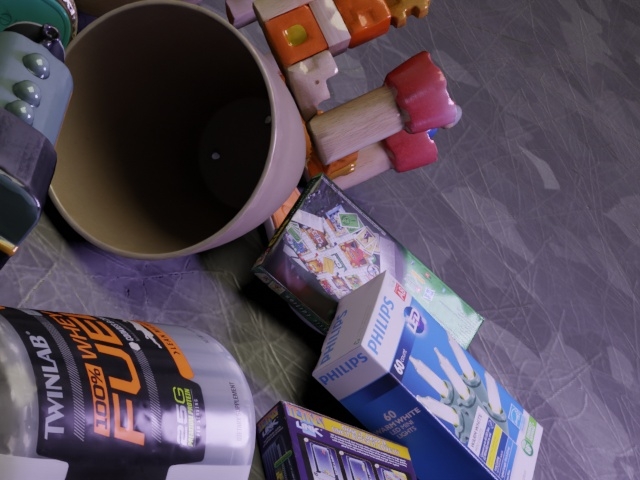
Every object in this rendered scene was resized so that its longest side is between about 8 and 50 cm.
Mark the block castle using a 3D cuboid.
[{"bbox_3d":[0.004,-0.297,2.170,0.303,0.212,0.453,102,-38,-80],"label":"block castle"}]

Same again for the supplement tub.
[{"bbox_3d":[-0.221,0.152,1.507,0.316,0.193,0.194,8,44,-47],"label":"supplement tub"}]

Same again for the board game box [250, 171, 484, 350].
[{"bbox_3d":[0.055,0.060,2.055,0.259,0.030,0.136,42,63,-19],"label":"board game box"}]

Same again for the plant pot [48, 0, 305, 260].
[{"bbox_3d":[-0.118,-0.101,1.966,0.256,0.256,0.274,52,13,15],"label":"plant pot"}]

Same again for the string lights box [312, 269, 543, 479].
[{"bbox_3d":[0.116,0.171,1.987,0.260,0.076,0.133,45,35,-18],"label":"string lights box"}]

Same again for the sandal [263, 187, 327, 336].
[{"bbox_3d":[-0.008,-0.002,2.114,0.102,0.076,0.265,13,42,-44],"label":"sandal"}]

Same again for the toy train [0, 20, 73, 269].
[{"bbox_3d":[-0.307,-0.071,1.698,0.142,0.190,0.334,35,30,-17],"label":"toy train"}]

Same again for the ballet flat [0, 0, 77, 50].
[{"bbox_3d":[-0.462,-0.305,1.889,0.482,0.164,0.182,27,10,-38],"label":"ballet flat"}]

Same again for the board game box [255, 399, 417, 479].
[{"bbox_3d":[0.025,0.245,1.855,0.170,0.048,0.141,24,32,-32],"label":"board game box"}]

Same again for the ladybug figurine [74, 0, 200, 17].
[{"bbox_3d":[-0.307,-0.420,2.129,0.449,0.162,0.305,50,-9,-11],"label":"ladybug figurine"}]
